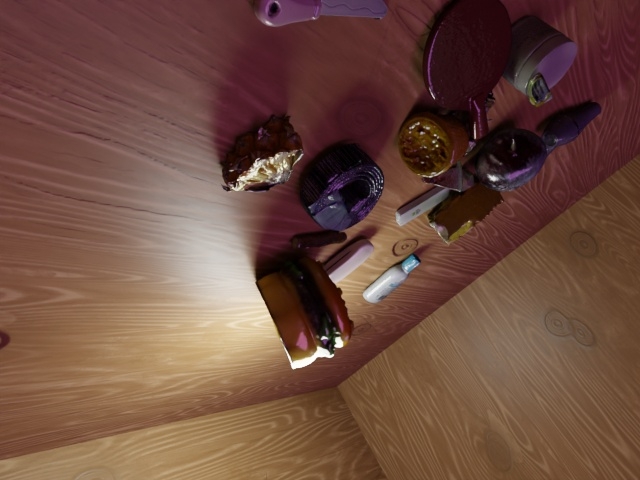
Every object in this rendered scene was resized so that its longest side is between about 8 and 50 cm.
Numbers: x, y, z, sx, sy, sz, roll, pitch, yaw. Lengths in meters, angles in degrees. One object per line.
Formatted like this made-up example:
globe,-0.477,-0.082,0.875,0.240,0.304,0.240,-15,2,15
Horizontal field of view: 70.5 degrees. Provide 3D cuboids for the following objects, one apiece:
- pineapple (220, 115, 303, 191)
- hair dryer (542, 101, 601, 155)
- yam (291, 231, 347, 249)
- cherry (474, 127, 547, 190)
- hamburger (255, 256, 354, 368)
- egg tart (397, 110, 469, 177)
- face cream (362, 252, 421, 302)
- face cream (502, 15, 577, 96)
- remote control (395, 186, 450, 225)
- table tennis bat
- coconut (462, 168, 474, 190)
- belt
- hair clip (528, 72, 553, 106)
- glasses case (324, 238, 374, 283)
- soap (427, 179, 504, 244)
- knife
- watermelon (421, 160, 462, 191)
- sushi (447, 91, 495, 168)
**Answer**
pineapple,-0.142,-0.202,1.143,0.236,0.114,0.186,-31,155,19
hair dryer,1.027,-0.434,1.981,0.301,0.121,0.361,-32,163,-20
yam,0.000,0.000,1.649,0.241,0.056,0.056,-8,144,-40
cherry,0.714,-0.303,1.719,0.255,0.218,0.296,-38,166,3
hamburger,-0.050,0.250,1.668,0.277,0.395,0.395,-25,152,-11
egg tart,0.357,-0.306,1.393,0.147,0.202,0.202,-28,155,-37
face cream,0.370,0.194,2.312,0.336,0.080,0.163,-46,149,23
face cream,0.613,-0.531,1.312,0.177,0.153,0.177,-26,151,-16
remote control,0.422,-0.149,1.858,0.250,0.034,0.103,-32,153,-2
table tennis bat,0.407,-0.451,1.225,0.268,0.051,0.414,-33,134,-2
coconut,0.575,-0.245,1.811,0.083,0.082,0.081,-50,-175,-39
belt,0.071,-0.153,1.409,0.260,0.122,0.325,-40,155,0
hair clip,0.613,-0.426,1.278,0.060,0.033,0.188,-43,152,21
glasses case,0.094,0.100,1.884,0.297,0.075,0.113,-40,151,13
soap,0.611,-0.141,1.855,0.339,0.169,0.304,-38,179,13
knife,0.016,-0.484,0.917,0.336,0.043,0.081,-21,145,-32
watermelon,0.480,-0.220,1.734,0.158,0.121,0.098,-30,174,4
sushi,0.470,-0.359,1.473,0.139,0.131,0.291,-11,136,-36
